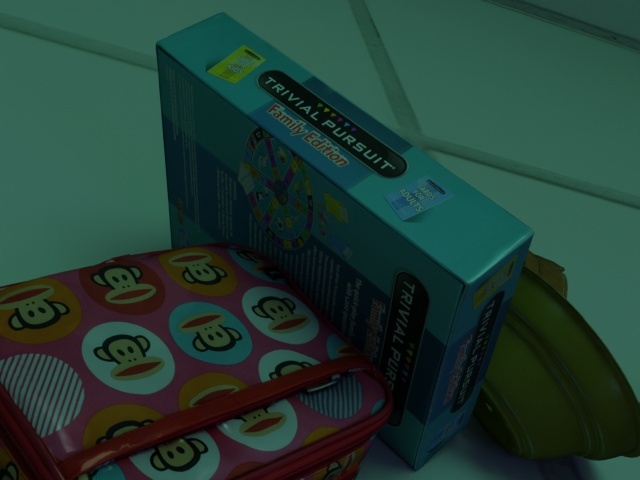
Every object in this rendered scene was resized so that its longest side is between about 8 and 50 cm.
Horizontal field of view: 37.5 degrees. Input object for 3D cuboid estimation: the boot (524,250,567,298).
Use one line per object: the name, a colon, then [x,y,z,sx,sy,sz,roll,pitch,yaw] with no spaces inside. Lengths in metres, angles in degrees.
boot: [0.156,0.043,1.025,0.220,0.109,0.283,29,22,3]

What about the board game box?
board game box: [0.000,0.000,0.800,0.079,0.254,0.336,-34,59,-30]

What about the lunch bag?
lunch bag: [-0.097,0.129,0.678,0.293,0.120,0.258,-13,49,-45]

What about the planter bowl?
planter bowl: [0.181,0.128,0.846,0.090,0.217,0.217,-33,52,-11]
